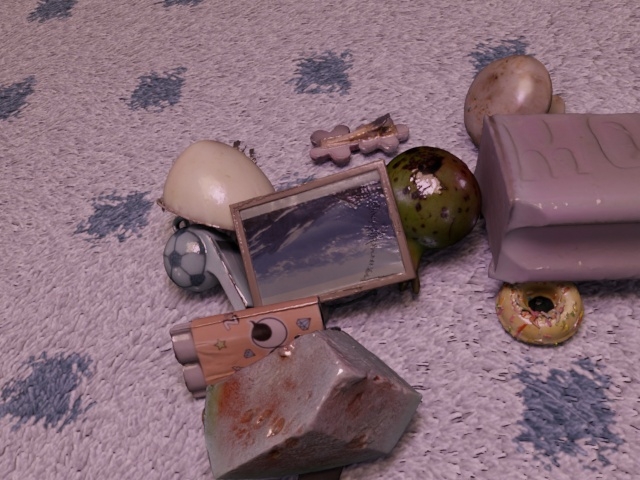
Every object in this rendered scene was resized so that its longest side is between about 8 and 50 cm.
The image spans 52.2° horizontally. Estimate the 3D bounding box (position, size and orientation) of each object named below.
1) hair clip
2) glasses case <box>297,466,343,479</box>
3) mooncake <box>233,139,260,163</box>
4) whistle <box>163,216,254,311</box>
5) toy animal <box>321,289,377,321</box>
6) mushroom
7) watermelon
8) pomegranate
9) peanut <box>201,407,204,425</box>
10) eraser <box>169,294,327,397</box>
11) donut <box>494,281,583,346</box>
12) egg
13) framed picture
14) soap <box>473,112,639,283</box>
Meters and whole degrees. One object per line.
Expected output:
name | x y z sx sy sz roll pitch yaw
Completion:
hair clip | 0.096 -0.259 1.651 0.256 0.075 0.146 -17 49 6
glasses case | 0.023 0.367 1.203 0.072 0.042 0.191 16 57 13
mooncake | -0.060 -0.184 1.637 0.346 0.057 0.150 5 41 7
whistle | -0.251 0.066 1.429 0.163 0.163 0.290 -28 73 -10
toy animal | 0.001 0.134 1.369 0.252 0.070 0.079 -13 68 -2
mushroom | 0.470 -0.311 1.550 0.243 0.244 0.244 -5 52 7
watermelon | -0.005 0.256 1.095 0.387 0.258 0.229 -11 61 -17
pomegranate | 0.205 -0.049 1.395 0.242 0.242 0.306 38 111 32
peanut | -0.133 0.348 1.223 0.192 0.089 0.089 21 60 20
eraser | -0.130 0.206 1.285 0.290 0.171 0.087 -11 25 2
donut | 0.432 0.124 1.289 0.174 0.068 0.175 -5 52 6
egg | -0.210 -0.124 1.472 0.286 0.174 0.264 20 16 15
framed picture | 0.000 0.000 1.313 0.334 0.022 0.248 -15 85 11
soap | 0.548 -0.097 1.306 0.434 0.213 0.350 0 40 6
